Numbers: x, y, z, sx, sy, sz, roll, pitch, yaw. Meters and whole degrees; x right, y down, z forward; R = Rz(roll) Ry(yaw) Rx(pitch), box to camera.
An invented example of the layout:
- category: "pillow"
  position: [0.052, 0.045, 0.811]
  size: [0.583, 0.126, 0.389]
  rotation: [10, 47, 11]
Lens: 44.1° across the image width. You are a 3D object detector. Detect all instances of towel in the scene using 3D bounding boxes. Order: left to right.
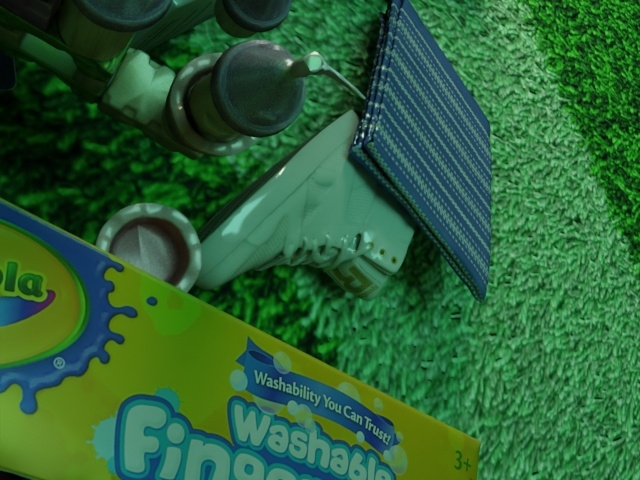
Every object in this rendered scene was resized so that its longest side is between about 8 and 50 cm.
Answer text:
- category: "towel"
  position: [0.129, -0.120, 0.925]
  size: [0.243, 0.040, 0.336]
  rotation: [48, 35, -28]

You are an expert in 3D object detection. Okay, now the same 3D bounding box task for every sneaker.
- category: "sneaker"
  position: [0.000, 0.000, 0.759]
  size: [0.169, 0.108, 0.292]
  rotation: [55, 44, -9]

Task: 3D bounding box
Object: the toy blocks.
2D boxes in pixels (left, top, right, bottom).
- category: "toy blocks"
  position: [-0.137, -0.150, 0.455]
  size: [0.289, 0.260, 0.308]
  rotation: [30, 77, -19]

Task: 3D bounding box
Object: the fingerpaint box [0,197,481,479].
- category: "fingerpaint box"
  position: [-0.123, 0.217, 0.406]
  size: [0.445, 0.163, 0.371]
  rotation: [32, 54, -31]

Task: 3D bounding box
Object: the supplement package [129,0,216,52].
- category: "supplement package"
  position: [-0.127, -0.277, 0.723]
  size: [0.139, 0.134, 0.244]
  rotation: [57, 45, -11]

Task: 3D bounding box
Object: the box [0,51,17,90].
- category: "box"
  position: [-0.335, -0.173, 0.555]
  size: [0.225, 0.037, 0.136]
  rotation: [0, 75, -42]
